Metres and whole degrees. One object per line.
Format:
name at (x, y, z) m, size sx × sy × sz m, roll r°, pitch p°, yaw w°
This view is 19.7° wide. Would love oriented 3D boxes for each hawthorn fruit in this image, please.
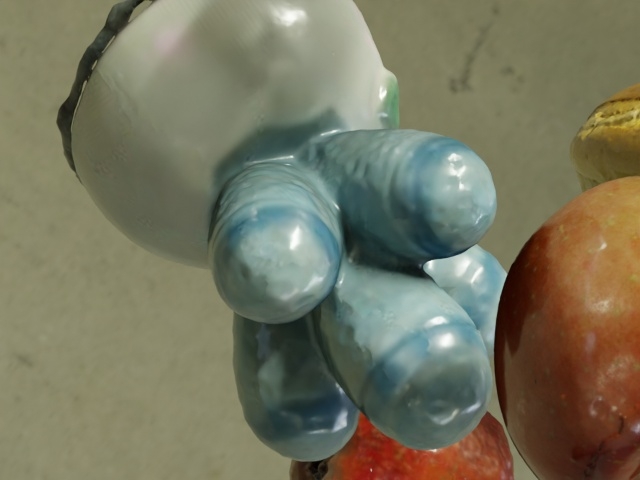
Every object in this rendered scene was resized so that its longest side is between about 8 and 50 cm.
hawthorn fruit at (0.100, 0.225, 1.653) m, size 0.243 × 0.207 × 0.207 m, roll 13°, pitch 54°, yaw -21°

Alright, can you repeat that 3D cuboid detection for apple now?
apple at (0.180, 0.060, 1.003) m, size 0.181 × 0.181 × 0.168 m, roll 7°, pitch 40°, yaw -27°

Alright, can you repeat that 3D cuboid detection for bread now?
bread at (0.312, -0.071, 1.493) m, size 0.140 × 0.236 × 0.106 m, roll -39°, pitch 116°, yaw -30°

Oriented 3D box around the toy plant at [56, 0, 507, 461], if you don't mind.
toy plant at (0.000, 0.000, 1.177) m, size 0.247 × 0.247 × 0.332 m, roll -6°, pitch 45°, yaw -34°
